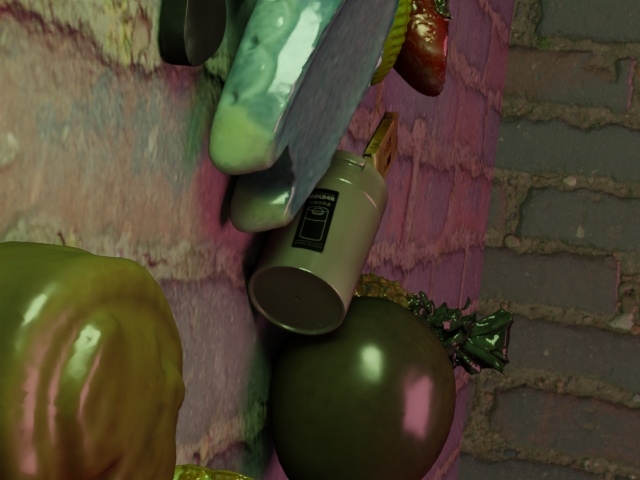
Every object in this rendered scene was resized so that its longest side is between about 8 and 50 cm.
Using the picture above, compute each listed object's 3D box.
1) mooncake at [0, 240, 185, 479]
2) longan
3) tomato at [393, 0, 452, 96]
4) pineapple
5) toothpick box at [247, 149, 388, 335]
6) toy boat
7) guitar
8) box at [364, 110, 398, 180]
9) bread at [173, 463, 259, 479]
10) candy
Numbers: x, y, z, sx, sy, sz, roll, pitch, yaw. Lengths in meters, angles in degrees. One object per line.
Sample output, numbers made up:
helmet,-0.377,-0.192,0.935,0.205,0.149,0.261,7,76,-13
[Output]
mooncake,-0.156,0.110,0.698,0.235,0.117,0.235,6,90,-72
longan,0.042,0.181,1.295,0.246,0.215,0.246,-59,172,-14
tomato,0.107,-0.282,1.513,0.173,0.099,0.189,129,-39,-75
pineapple,0.127,0.113,1.503,0.128,0.248,0.128,9,90,-78
toothpick box,0.000,0.000,1.236,0.111,0.111,0.181,82,22,-45
toy boat,-0.030,-0.176,1.095,0.215,0.123,0.330,73,40,-65
guitar,-0.104,-0.249,0.888,0.088,0.025,0.233,-58,151,-56
box,0.091,-0.129,1.692,0.149,0.020,0.073,-61,152,-55
bread,-0.089,0.257,0.984,0.069,0.127,0.140,-58,150,-48
candy,0.063,-0.272,1.393,0.209,0.096,0.097,90,15,-47
